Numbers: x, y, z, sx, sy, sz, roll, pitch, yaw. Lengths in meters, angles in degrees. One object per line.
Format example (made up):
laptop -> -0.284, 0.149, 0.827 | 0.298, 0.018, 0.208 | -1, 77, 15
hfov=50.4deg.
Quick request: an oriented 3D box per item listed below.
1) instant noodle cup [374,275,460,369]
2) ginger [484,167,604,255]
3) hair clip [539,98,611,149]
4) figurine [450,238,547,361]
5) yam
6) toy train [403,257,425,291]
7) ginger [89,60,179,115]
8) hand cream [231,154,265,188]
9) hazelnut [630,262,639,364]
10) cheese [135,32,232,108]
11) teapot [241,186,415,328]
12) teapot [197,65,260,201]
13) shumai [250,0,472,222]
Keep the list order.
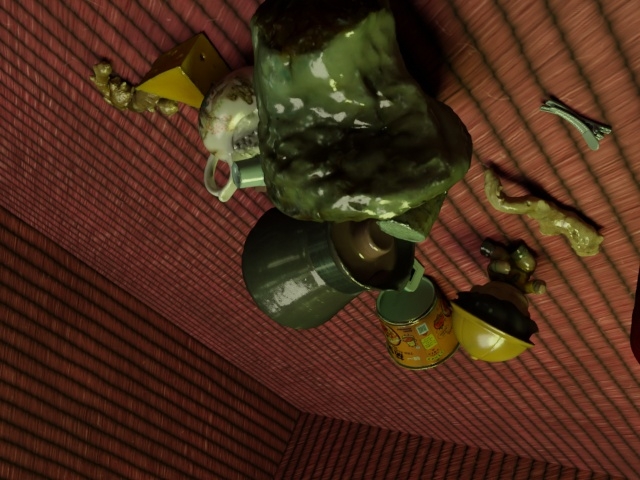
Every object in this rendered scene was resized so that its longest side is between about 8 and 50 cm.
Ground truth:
instant noodle cup -> 0.248, 0.203, 1.775 | 0.216, 0.216, 0.172 | 5, 140, 35
ginger -> 0.417, -0.048, 1.284 | 0.288, 0.075, 0.089 | 26, 160, -13
hair clip -> 0.397, -0.183, 1.064 | 0.115, 0.039, 0.030 | 29, 149, -4
figurine -> 0.382, 0.135, 1.445 | 0.192, 0.257, 0.167 | 22, 154, 18
yam -> 0.178, -0.083, 1.269 | 0.107, 0.194, 0.107 | 21, 152, 11
toy train -> 0.081, 0.087, 1.812 | 0.407, 0.088, 0.086 | -2, 145, 45
ginger -> -0.407, -0.323, 1.484 | 0.193, 0.052, 0.176 | 40, 151, -15
hand cream -> -0.002, -0.153, 1.263 | 0.331, 0.058, 0.085 | -15, 163, -22
hazelnut -> 0.614, 0.046, 0.901 | 0.402, 0.429, 0.402 | 2, -175, 0
cheese -> -0.275, -0.322, 1.315 | 0.171, 0.093, 0.126 | 7, 153, 33
teapot -> 0.000, 0.000, 1.539 | 0.362, 0.305, 0.376 | -23, 100, 47
teapot -> -0.128, -0.213, 1.263 | 0.204, 0.139, 0.298 | 6, 131, -46
shumai -> 0.035, -0.225, 1.021 | 0.324, 0.397, 0.323 | -20, 119, -2
